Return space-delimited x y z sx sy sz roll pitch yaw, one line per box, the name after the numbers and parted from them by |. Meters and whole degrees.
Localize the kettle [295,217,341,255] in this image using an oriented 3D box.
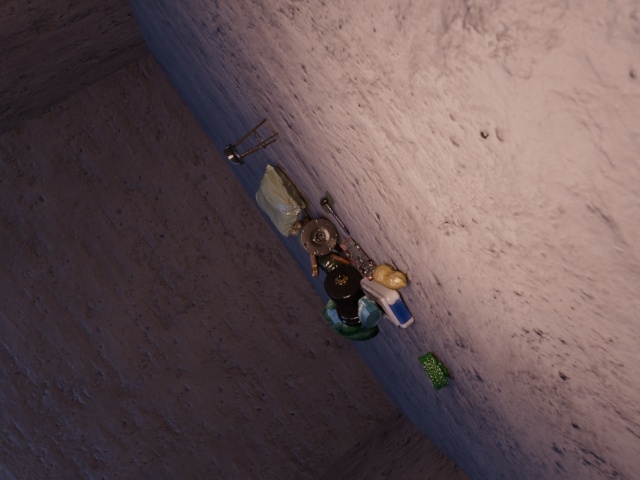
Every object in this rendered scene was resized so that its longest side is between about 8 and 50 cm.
0.000 0.000 1.881 0.221 0.161 0.236 25 174 -9 | kettle

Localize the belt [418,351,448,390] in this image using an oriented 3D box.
0.464 0.525 1.675 0.151 0.079 0.121 64 -179 11 | belt

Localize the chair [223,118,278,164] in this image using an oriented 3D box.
-0.275 -0.383 1.666 0.104 0.222 0.095 61 172 -33 | chair

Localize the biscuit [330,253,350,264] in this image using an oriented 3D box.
0.093 0.091 1.952 0.102 0.019 0.130 25 175 -8 | biscuit

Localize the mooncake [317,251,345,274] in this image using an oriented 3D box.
0.061 0.128 2.107 0.168 0.104 0.175 37 163 43 | mooncake

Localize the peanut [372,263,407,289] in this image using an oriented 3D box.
0.234 0.124 1.420 0.080 0.080 0.174 59 165 -21 | peanut

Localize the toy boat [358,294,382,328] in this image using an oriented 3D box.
0.181 0.277 1.659 0.102 0.088 0.215 49 171 29 | toy boat

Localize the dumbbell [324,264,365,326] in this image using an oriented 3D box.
0.139 0.272 1.999 0.185 0.185 0.388 45 167 41 | dumbbell

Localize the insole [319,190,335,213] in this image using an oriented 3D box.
0.027 -0.147 1.656 0.080 0.003 0.232 54 169 2 | insole

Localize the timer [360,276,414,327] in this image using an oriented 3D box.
0.259 0.248 1.682 0.178 0.078 0.253 58 168 -19 | timer

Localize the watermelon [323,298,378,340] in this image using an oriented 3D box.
0.162 0.454 2.376 0.292 0.222 0.319 55 170 22 | watermelon

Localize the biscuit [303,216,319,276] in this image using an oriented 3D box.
-0.049 0.024 2.131 0.197 0.049 0.301 -93 -6 -67 | biscuit

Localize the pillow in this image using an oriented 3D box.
-0.207 -0.192 2.033 0.310 0.138 0.283 53 146 17 | pillow

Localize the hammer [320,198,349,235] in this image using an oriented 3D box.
0.061 -0.092 1.638 0.178 0.021 0.065 51 169 -8 | hammer

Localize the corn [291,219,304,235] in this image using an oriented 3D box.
-0.116 -0.067 2.227 0.086 0.086 0.253 54 -175 3 | corn

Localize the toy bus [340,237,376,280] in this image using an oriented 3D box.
0.158 0.076 1.639 0.192 0.065 0.077 50 179 23 | toy bus
